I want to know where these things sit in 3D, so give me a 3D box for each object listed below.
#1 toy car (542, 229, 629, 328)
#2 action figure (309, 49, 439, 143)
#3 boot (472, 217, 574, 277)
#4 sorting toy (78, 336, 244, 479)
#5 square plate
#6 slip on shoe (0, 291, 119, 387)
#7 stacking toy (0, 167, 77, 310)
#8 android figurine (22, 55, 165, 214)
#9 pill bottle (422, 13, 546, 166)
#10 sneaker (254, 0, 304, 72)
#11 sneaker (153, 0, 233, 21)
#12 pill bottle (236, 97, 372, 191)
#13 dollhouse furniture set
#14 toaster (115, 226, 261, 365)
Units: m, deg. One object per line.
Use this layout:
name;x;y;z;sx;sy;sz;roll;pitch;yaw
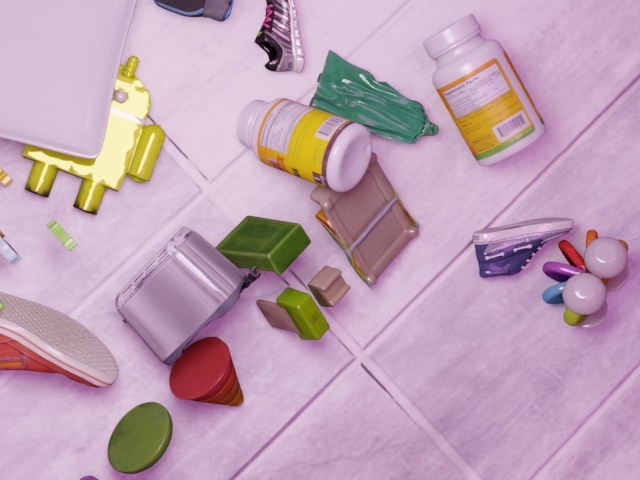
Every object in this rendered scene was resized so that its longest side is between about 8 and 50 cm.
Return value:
toy car;0.472;0.063;1.936;0.136;0.159;0.182;29;83;23
action figure;0.100;-0.228;1.871;0.232;0.063;0.137;20;84;-9
boot;0.371;0.012;1.943;0.190;0.069;0.086;-10;100;-6
sorting toy;-0.252;0.334;1.786;0.365;0.127;0.126;-48;130;-6
square plate;-0.485;-0.319;1.700;0.347;0.049;0.343;12;76;-6
slip on shoe;-0.483;0.163;1.716;0.331;0.123;0.101;23;112;-15
stacking toy;-0.516;-0.011;1.684;0.221;0.052;0.167;42;80;19
android figurine;-0.381;-0.188;1.760;0.248;0.056;0.272;22;87;-12
pill bottle;0.282;-0.266;1.878;0.136;0.136;0.245;-32;97;-12
sneaker;-0.080;-0.364;1.827;0.075;0.063;0.170;-16;99;-19
sneaker;-0.203;-0.539;1.767;0.140;0.125;0.340;4;87;-9
pill bottle;-0.031;-0.164;1.769;0.215;0.117;0.117;23;83;29
dollhouse furniture set;0.000;0.000;1.849;0.301;0.151;0.197;-47;121;-27
toaster;-0.224;0.082;1.737;0.146;0.129;0.227;44;110;-6
